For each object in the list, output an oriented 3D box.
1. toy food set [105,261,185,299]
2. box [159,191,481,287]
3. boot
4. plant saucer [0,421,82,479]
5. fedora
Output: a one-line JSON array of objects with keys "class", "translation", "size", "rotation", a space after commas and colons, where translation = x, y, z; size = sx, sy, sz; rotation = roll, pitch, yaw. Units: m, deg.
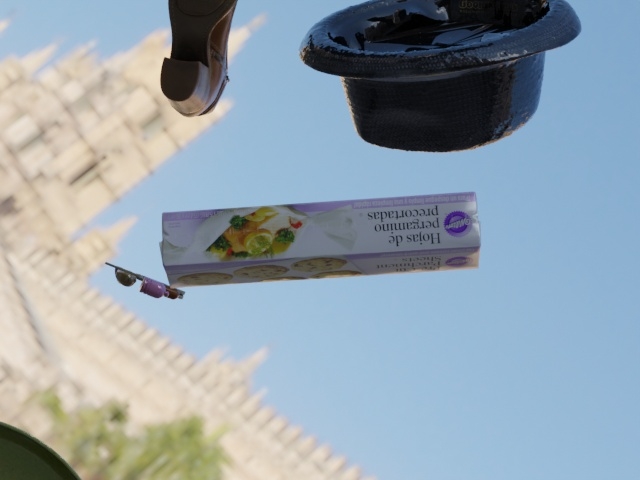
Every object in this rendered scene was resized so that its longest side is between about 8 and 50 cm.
[{"class": "toy food set", "translation": [-0.202, 0.055, 2.044], "size": [0.078, 0.019, 0.122], "rotation": [19, -3, 32]}, {"class": "box", "translation": [0.000, 0.000, 1.765], "size": [0.067, 0.324, 0.063], "rotation": [85, 2, -68]}, {"class": "boot", "translation": [-0.122, -0.230, 1.884], "size": [0.073, 0.197, 0.152], "rotation": [21, 0, 8]}, {"class": "plant saucer", "translation": [-0.281, 0.251, 1.380], "size": [0.241, 0.241, 0.037], "rotation": [51, 9, -5]}, {"class": "fedora", "translation": [0.146, -0.194, 2.066], "size": [0.334, 0.334, 0.152], "rotation": [23, -52, 50]}]
